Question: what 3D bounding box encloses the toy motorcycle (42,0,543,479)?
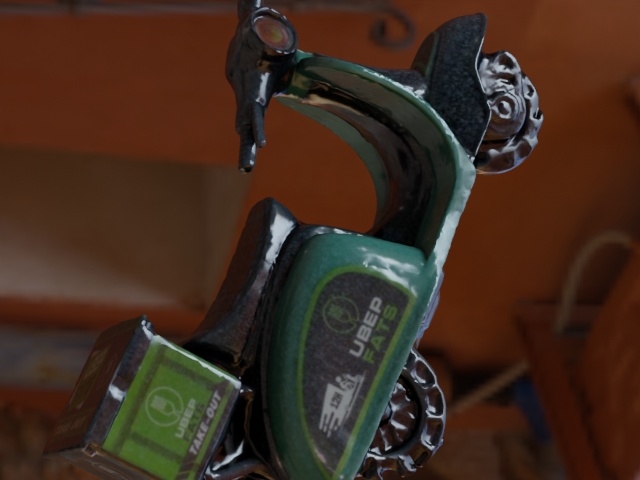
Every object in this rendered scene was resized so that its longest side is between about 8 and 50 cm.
[{"bbox_3d":[0.000,0.000,0.533,0.058,0.100,0.173,-20,-136,64],"label":"toy motorcycle"}]
